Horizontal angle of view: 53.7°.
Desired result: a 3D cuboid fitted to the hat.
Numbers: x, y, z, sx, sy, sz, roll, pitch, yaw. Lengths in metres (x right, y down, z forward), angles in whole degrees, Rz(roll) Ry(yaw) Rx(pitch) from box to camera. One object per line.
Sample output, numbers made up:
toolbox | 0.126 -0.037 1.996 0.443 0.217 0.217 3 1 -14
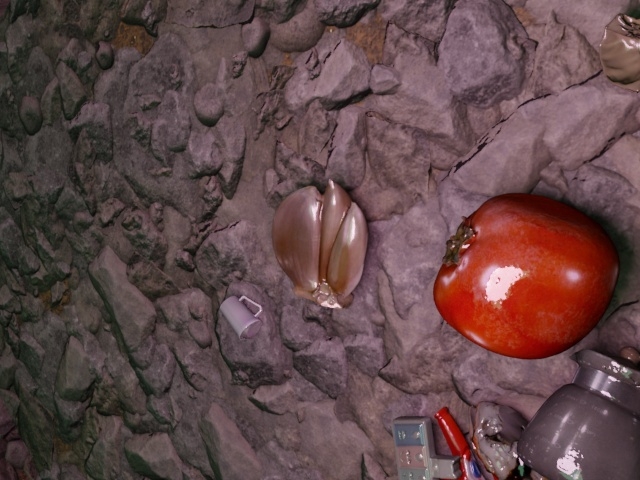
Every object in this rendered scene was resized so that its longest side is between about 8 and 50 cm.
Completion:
hat | 0.597 -0.328 1.123 0.175 0.085 0.147 -6 82 12

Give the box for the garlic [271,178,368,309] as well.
garlic | 0.000 0.000 1.534 0.279 0.132 0.325 13 107 32

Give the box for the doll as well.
doll | 0.349 0.570 1.411 0.188 0.099 0.384 -49 64 30

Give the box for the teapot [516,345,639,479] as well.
teapot | 0.528 0.326 1.122 0.285 0.223 0.305 -64 15 -6

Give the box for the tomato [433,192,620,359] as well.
tomato | 0.377 0.060 1.177 0.290 0.325 0.293 25 102 1

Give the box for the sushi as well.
sushi | 0.432 0.470 1.308 0.332 0.124 0.130 49 141 19

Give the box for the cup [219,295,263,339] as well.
cup | -0.212 0.204 1.755 0.104 0.074 0.116 -45 65 5

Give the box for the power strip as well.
power strip | 0.244 0.505 1.416 0.145 0.061 0.216 -10 85 34
